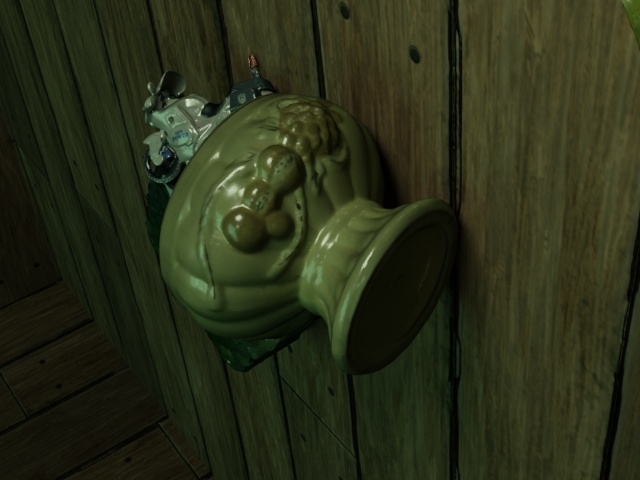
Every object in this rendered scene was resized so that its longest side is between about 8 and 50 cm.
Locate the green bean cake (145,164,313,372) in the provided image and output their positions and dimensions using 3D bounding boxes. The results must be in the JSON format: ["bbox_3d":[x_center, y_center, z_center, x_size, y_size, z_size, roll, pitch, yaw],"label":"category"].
[{"bbox_3d":[-0.125,0.021,1.586,0.308,0.169,0.300,58,159,9],"label":"green bean cake"}]

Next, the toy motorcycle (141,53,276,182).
[{"bbox_3d":[-0.152,-0.168,1.410,0.102,0.221,0.150,8,-109,-66],"label":"toy motorcycle"}]

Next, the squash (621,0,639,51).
[{"bbox_3d":[0.327,-0.182,0.538,0.309,0.210,0.234,-28,88,39],"label":"squash"}]

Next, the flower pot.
[{"bbox_3d":[0.000,0.000,1.168,0.244,0.307,0.307,29,143,26],"label":"flower pot"}]
